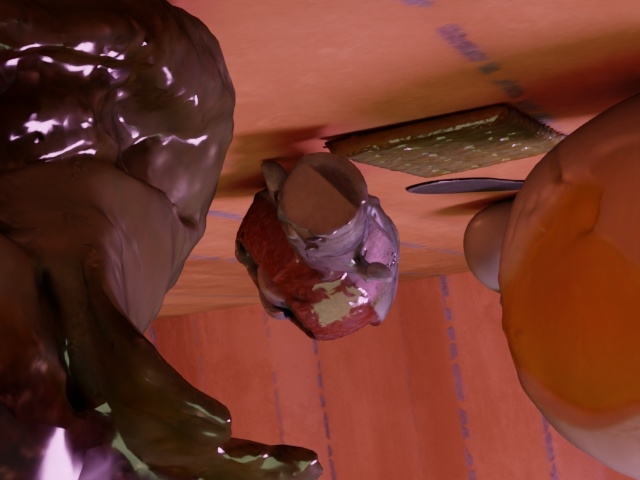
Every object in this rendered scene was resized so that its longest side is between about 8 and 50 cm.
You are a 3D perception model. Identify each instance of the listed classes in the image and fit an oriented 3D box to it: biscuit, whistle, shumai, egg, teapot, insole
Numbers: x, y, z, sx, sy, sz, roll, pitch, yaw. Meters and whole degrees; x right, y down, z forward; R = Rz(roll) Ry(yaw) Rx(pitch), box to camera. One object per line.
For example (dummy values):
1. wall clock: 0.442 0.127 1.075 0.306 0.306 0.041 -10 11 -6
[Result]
1. biscuit: 0.104 -0.072 1.021 0.139 0.016 0.231 -11 175 20
2. whistle: 0.000 0.001 1.052 0.133 0.142 0.346 -21 171 -3
3. shumai: -0.170 0.060 0.486 0.330 0.288 0.292 -9 176 -2
4. egg: 0.295 0.021 0.867 0.345 0.283 0.283 -13 173 30
5. teapot: 0.248 0.020 1.532 0.220 0.149 0.318 -14 174 39
6. insole: 0.167 -0.055 1.377 0.080 0.003 0.232 -12 174 41
